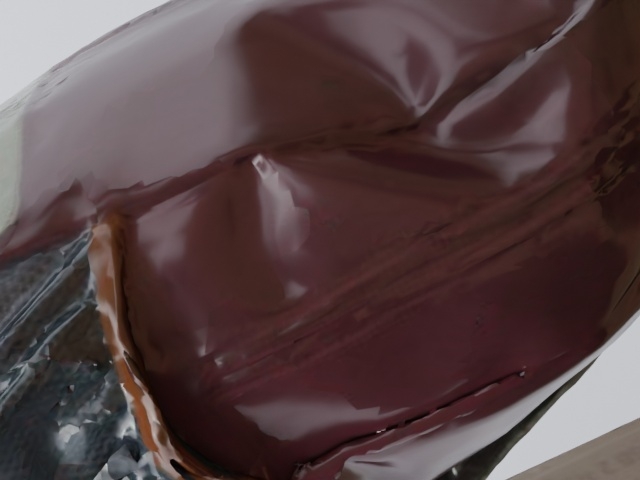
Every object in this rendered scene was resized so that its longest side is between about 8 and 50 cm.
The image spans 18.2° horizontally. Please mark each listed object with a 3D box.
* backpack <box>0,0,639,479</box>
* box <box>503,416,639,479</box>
[{"bbox_3d":[0.000,0.000,0.696,0.197,0.317,0.283,60,-168,-16],"label":"backpack"},{"bbox_3d":[0.060,0.167,0.550,0.106,0.252,0.203,48,150,43],"label":"box"}]
